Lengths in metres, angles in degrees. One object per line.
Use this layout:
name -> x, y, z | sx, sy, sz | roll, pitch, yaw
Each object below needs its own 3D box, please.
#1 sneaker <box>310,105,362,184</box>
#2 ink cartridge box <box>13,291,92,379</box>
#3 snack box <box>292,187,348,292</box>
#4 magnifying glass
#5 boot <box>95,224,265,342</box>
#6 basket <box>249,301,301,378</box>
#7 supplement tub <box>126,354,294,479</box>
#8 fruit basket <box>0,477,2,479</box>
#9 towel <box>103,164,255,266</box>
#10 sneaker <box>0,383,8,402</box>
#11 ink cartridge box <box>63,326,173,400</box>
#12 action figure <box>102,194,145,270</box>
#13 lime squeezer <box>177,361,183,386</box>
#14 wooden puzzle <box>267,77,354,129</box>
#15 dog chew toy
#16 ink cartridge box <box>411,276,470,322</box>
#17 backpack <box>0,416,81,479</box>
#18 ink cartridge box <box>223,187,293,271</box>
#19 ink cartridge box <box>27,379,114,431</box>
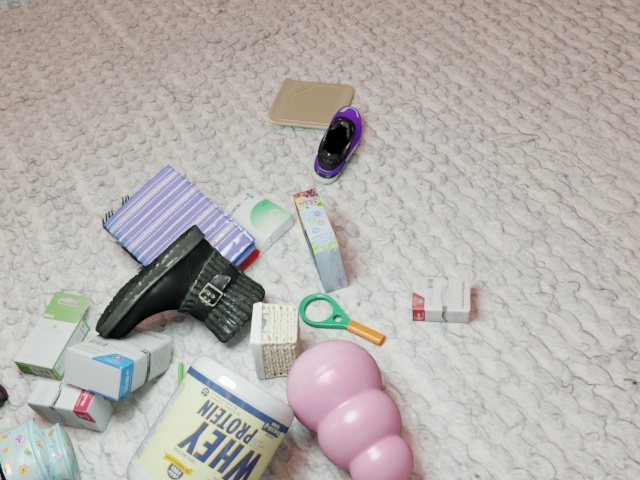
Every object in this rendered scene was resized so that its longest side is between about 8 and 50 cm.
sneaker -> 0.065, -0.310, 1.919 | 0.102, 0.146, 0.293 | 20, 57, 2
ink cartridge box -> -0.654, 0.235, 1.638 | 0.109, 0.062, 0.209 | 7, 52, 14
snack box -> 0.000, 0.000, 1.665 | 0.070, 0.174, 0.207 | -18, 51, -2
magnifying glass -> 0.050, 0.196, 1.596 | 0.231, 0.026, 0.092 | 22, 56, 26
boot -> -0.321, 0.162, 1.546 | 0.348, 0.260, 0.131 | -44, 16, -13
basket -> -0.099, 0.230, 1.497 | 0.103, 0.167, 0.113 | -1, 50, 2
supplement tub -> -0.225, 0.416, 1.282 | 0.235, 0.235, 0.325 | 25, 75, 26
fruit basket -> -0.812, 0.553, 1.315 | 0.353, 0.165, 0.327 | -29, 70, -19
towel -> -0.360, -0.015, 1.694 | 0.336, 0.040, 0.243 | 41, 77, 14
sneaker -> -0.809, 0.401, 1.499 | 0.163, 0.106, 0.281 | -7, 49, -1
ink cartridge box -> -0.455, 0.271, 1.499 | 0.148, 0.086, 0.203 | 14, 13, 18
action figure -> -0.481, -0.020, 1.778 | 0.276, 0.141, 0.164 | 30, 59, 33
lime squeezer -> -0.267, 0.388, 1.459 | 0.110, 0.059, 0.310 | -39, 55, -22
wooden puzzle -> -0.029, -0.434, 2.122 | 0.239, 0.044, 0.221 | 11, 53, 11
dog chew toy -> 0.070, 0.368, 1.344 | 0.207, 0.206, 0.332 | -27, 60, -14
ink cartridge box -> 0.290, 0.142, 1.581 | 0.135, 0.056, 0.099 | 2, 51, 10
backpack -> -0.586, 0.461, 1.359 | 0.144, 0.188, 0.166 | -25, 51, -12
ink cartridge box -> -0.212, -0.029, 1.802 | 0.181, 0.056, 0.225 | 31, 59, 30
ink cartridge box -> -0.562, 0.372, 1.480 | 0.150, 0.109, 0.063 | 6, 53, 13
